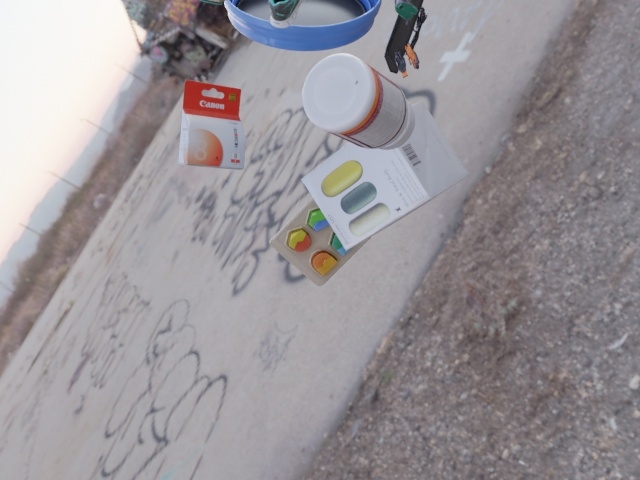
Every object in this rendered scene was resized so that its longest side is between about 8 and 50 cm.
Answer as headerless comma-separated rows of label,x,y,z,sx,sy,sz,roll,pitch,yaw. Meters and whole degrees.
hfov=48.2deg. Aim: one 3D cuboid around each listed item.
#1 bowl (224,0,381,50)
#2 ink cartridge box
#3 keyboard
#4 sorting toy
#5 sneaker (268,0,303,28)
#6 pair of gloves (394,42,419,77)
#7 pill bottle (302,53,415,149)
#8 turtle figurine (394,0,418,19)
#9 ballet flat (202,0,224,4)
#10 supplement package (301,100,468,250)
bowl,-0.046,-0.588,1.757,0.391,0.390,0.077,-77,-7,-45
ink cartridge box,-0.227,-0.247,1.546,0.045,0.145,0.179,15,101,51
keyboard,0.264,-0.653,2.149,0.201,0.033,0.317,38,-109,-63
sorting toy,0.000,0.000,1.883,0.208,0.193,0.038,-44,18,13
sneaker,-0.057,-0.518,1.457,0.076,0.064,0.167,58,-127,-71
pair of gloves,0.238,-0.494,1.968,0.010,0.074,0.083,-23,0,-33
pill bottle,0.071,-0.216,1.165,0.121,0.121,0.221,-56,-24,13
turtle figurine,0.197,-0.637,1.688,0.175,0.118,0.234,100,167,-49
ballet flat,-0.278,-0.530,1.482,0.057,0.168,0.052,-101,22,-59
supplement package,0.143,-0.142,1.600,0.262,0.199,0.198,-33,-2,41
